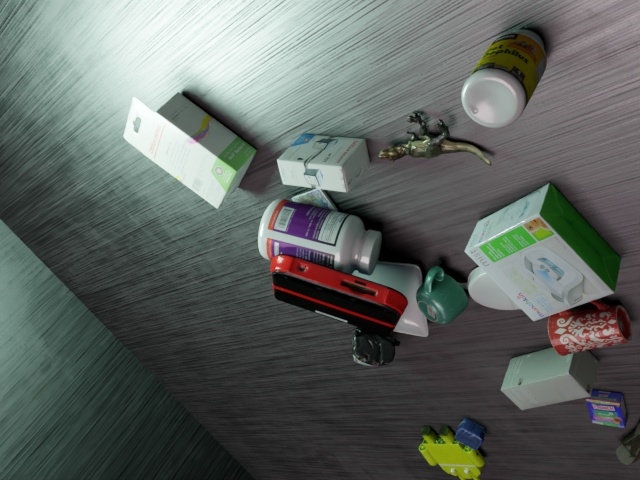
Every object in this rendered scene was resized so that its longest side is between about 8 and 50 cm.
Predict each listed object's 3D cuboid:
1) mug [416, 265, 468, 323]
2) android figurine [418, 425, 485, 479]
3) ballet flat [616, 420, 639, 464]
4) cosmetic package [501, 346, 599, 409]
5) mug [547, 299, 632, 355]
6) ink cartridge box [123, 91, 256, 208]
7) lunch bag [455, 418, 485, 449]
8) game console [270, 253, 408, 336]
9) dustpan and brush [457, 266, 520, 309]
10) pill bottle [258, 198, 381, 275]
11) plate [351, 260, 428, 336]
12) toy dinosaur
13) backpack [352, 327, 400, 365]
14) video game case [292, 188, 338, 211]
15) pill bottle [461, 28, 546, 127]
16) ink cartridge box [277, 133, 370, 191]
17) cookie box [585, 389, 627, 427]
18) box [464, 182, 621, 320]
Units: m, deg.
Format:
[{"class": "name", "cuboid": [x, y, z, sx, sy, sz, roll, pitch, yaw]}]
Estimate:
[{"class": "mug", "cuboid": [0.319, 0.156, 1.771, 0.157, 0.097, 0.129, 52, 159, -3]}, {"class": "android figurine", "cuboid": [0.486, 0.789, 2.352, 0.248, 0.056, 0.273, -16, 117, 44]}, {"class": "ballet flat", "cuboid": [0.920, 0.554, 1.798, 0.084, 0.058, 0.250, 57, 147, 34]}, {"class": "cosmetic package", "cuboid": [0.631, 0.375, 1.769, 0.107, 0.127, 0.238, 42, 139, -8]}, {"class": "mug", "cuboid": [0.662, 0.208, 1.592, 0.169, 0.113, 0.150, -19, 118, 42]}, {"class": "ink cartridge box", "cuboid": [-0.383, -0.280, 1.861, 0.353, 0.119, 0.207, 37, 142, -2]}, {"class": "lunch bag", "cuboid": [0.517, 0.660, 2.190, 0.098, 0.065, 0.067, 27, 125, 13]}, {"class": "game console", "cuboid": [0.044, 0.162, 1.834, 0.387, 0.060, 0.342, 18, 161, 6]}, {"class": "dustpan and brush", "cuboid": [0.426, 0.127, 1.735, 0.211, 0.060, 0.147, -12, 120, 35]}, {"class": "pill bottle", "cuboid": [0.000, 0.000, 1.798, 0.323, 0.181, 0.181, 14, 137, 16]}, {"class": "plate", "cuboid": [0.186, 0.157, 1.925, 0.278, 0.045, 0.277, 7, 129, 27]}, {"class": "toy dinosaur", "cuboid": [0.259, -0.232, 1.488, 0.268, 0.064, 0.118, 6, 139, 29]}, {"class": "backpack", "cuboid": [0.161, 0.338, 2.036, 0.152, 0.115, 0.182, 17, 180, 0]}, {"class": "video game case", "cuboid": [-0.017, -0.105, 1.854, 0.122, 0.011, 0.087, -16, 119, 44]}, {"class": "pill bottle", "cuboid": [0.353, -0.313, 1.207, 0.117, 0.215, 0.117, 20, 139, 19]}, {"class": "ink cartridge box", "cuboid": [0.010, -0.200, 1.636, 0.191, 0.139, 0.082, 8, 132, 30]}, {"class": "cookie box", "cuboid": [0.806, 0.473, 1.805, 0.092, 0.040, 0.107, 0, 128, 38]}, {"class": "box", "cuboid": [0.520, 0.033, 1.509, 0.262, 0.126, 0.231, 44, 139, -11]}]
